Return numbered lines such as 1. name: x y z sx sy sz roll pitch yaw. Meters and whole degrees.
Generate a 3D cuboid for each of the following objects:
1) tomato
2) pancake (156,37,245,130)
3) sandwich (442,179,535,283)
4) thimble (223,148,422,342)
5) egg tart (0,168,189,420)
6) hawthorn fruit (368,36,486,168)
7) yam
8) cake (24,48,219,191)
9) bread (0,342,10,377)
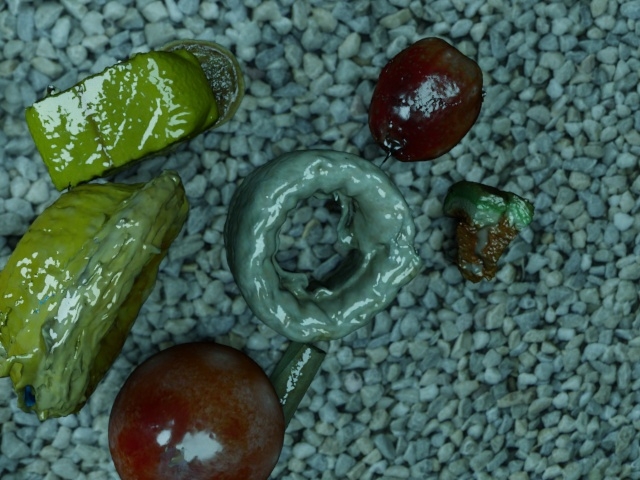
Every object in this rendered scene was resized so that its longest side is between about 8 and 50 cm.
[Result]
1. tomato: -0.189 0.286 1.032 0.264 0.265 0.265 -1 97 -11
2. pancake: -0.198 -0.245 1.085 0.158 0.028 0.158 -1 97 -8
3. sandwich: 0.259 -0.012 1.128 0.109 0.185 0.160 18 90 -5
4. thimble: 0.000 0.000 1.071 0.291 0.195 0.292 -3 101 -14
5. egg tart: -0.311 0.055 0.929 0.169 0.388 0.388 29 91 -4
6. hawthorn fruit: 0.148 -0.203 1.077 0.181 0.181 0.235 46 72 -13
7. yam: -0.056 0.247 1.154 0.068 0.068 0.169 27 90 -13
8. cake: -0.275 -0.178 0.989 0.260 0.179 0.156 -19 104 9
9. bread: -0.539 0.129 0.990 0.245 0.174 0.121 15 94 -17
